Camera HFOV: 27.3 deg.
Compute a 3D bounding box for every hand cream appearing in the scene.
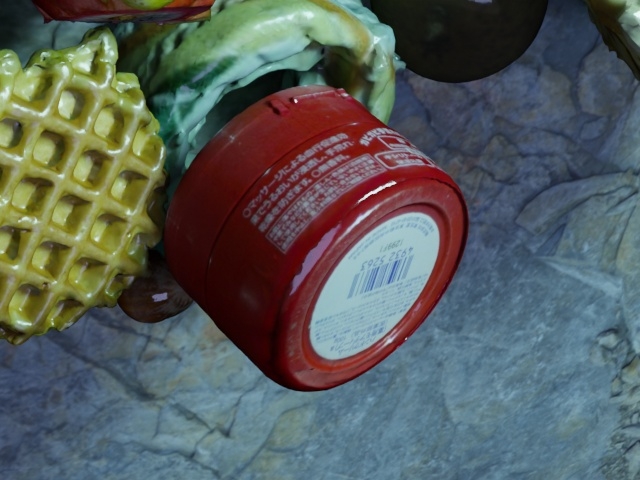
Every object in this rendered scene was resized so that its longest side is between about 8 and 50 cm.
[{"bbox_3d":[0.000,0.000,1.079,0.230,0.149,0.230,-30,141,-28],"label":"hand cream"}]

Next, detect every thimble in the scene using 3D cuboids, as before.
[{"bbox_3d":[-0.068,-0.119,1.192,0.288,0.167,0.254,-43,136,6],"label":"thimble"}]

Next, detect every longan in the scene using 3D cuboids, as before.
[{"bbox_3d":[0.127,-0.233,1.218,0.167,0.167,0.187,-32,165,-5],"label":"longan"}]

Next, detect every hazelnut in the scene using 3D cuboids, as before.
[{"bbox_3d":[-0.165,0.045,1.325,0.086,0.086,0.086,-17,132,-20],"label":"hazelnut"}]

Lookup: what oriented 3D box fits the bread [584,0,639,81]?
[{"bbox_3d":[0.349,-0.280,1.161,0.279,0.371,0.390,-37,140,14],"label":"bread"}]

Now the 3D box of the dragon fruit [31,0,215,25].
[{"bbox_3d":[-0.144,-0.269,0.986,0.224,0.224,0.227,-11,106,-24],"label":"dragon fruit"}]

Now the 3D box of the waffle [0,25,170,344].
[{"bbox_3d":[-0.217,-0.034,0.998,0.237,0.058,0.243,-33,127,-32],"label":"waffle"}]
